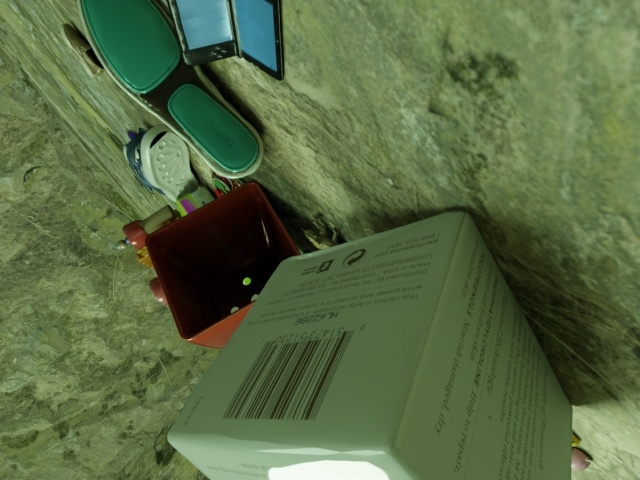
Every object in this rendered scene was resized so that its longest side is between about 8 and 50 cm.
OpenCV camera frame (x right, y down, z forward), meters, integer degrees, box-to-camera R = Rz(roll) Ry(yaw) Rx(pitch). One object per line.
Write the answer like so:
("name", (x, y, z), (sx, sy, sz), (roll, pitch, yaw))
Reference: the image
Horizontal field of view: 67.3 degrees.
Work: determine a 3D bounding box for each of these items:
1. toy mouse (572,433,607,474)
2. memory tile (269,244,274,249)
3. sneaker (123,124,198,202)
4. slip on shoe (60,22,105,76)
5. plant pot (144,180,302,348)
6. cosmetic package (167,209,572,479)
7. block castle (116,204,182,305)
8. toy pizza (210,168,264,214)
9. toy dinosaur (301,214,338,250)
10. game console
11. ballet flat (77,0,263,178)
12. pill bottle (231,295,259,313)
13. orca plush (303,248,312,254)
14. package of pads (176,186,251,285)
("toy mouse", (0.402, 0.355, 0.833), (0.161, 0.031, 0.143), (36, 158, 25))
("memory tile", (-0.077, 0.069, 1.218), (0.148, 0.012, 0.113), (33, 151, 9))
("sneaker", (-0.458, -0.236, 1.262), (0.236, 0.130, 0.323), (37, 164, 13))
("slip on shoe", (-0.593, -0.479, 1.204), (0.041, 0.051, 0.135), (-14, 117, 22))
("plant pot", (-0.175, 0.084, 1.046), (0.267, 0.267, 0.236), (57, 172, 32))
("cosmetic package", (0.098, 0.238, 0.638), (0.329, 0.327, 0.394), (-16, 119, 38))
("block castle", (-0.462, 0.103, 1.609), (0.303, 0.212, 0.453), (56, 177, 21))
("toy pizza", (-0.204, -0.099, 1.167), (0.201, 0.032, 0.201), (39, 159, 18))
("toy dinosaur", (0.000, 0.000, 0.923), (0.183, 0.053, 0.093), (30, 156, 37))
("game console", (-0.120, -0.267, 0.613), (0.144, 0.124, 0.085), (94, 155, -63))
("ballet flat", (-0.254, -0.268, 0.836), (0.400, 0.139, 0.139), (49, 160, -10))
("pill bottle", (-0.167, 0.320, 1.664), (0.334, 0.188, 0.188), (55, 158, -23))
("orca plush", (0.034, 0.071, 0.950), (0.287, 0.102, 0.151), (113, 138, -74))
("package of pads", (-0.298, 0.007, 1.396), (0.229, 0.101, 0.296), (51, 164, 23))
